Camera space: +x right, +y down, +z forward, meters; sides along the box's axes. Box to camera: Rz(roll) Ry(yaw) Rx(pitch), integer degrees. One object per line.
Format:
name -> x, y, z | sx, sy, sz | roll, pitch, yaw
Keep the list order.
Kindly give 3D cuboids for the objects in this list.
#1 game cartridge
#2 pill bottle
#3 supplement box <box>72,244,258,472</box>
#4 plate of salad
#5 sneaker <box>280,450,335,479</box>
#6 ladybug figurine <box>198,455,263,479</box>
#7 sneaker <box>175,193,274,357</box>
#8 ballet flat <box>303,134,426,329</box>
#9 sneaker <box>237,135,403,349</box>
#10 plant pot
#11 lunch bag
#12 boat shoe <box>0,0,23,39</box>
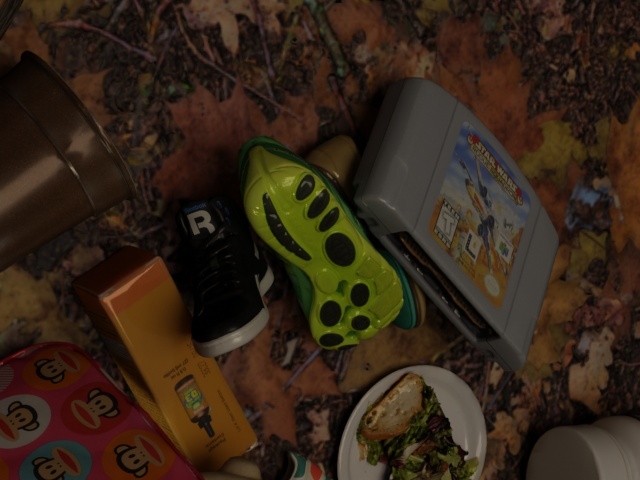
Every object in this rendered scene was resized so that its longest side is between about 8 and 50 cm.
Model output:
game cartridge -> 0.152, -0.025, 1.963 | 0.297, 0.062, 0.198 | 47, 52, -33
pill bottle -> 0.388, 0.282, 2.144 | 0.283, 0.161, 0.161 | 3, 96, -32
supplement box -> -0.152, 0.123, 1.827 | 0.078, 0.080, 0.233 | -35, 113, -22
plate of salad -> 0.107, 0.236, 2.026 | 0.200, 0.048, 0.200 | -6, 100, -32
sneaker -> -0.057, 0.291, 1.935 | 0.075, 0.057, 0.161 | 45, 74, -12
ladybug figurine -> -0.140, 0.422, 1.806 | 0.305, 0.162, 0.449 | 20, 92, -12
sneaker -> -0.105, 0.025, 1.783 | 0.079, 0.217, 0.121 | -23, 105, 9
ballet flat -> 0.062, -0.011, 1.942 | 0.073, 0.080, 0.232 | -48, 120, -30
sneaker -> 0.000, 0.000, 1.875 | 0.109, 0.123, 0.295 | -26, 135, 1
plant pot -> -0.281, -0.057, 1.673 | 0.165, 0.167, 0.167 | -38, 116, -14
lunch bag -> -0.258, 0.240, 1.651 | 0.258, 0.293, 0.120 | -29, 136, -23
boat shoe -> -0.305, -0.301, 1.652 | 0.116, 0.123, 0.324 | 19, 97, 0
